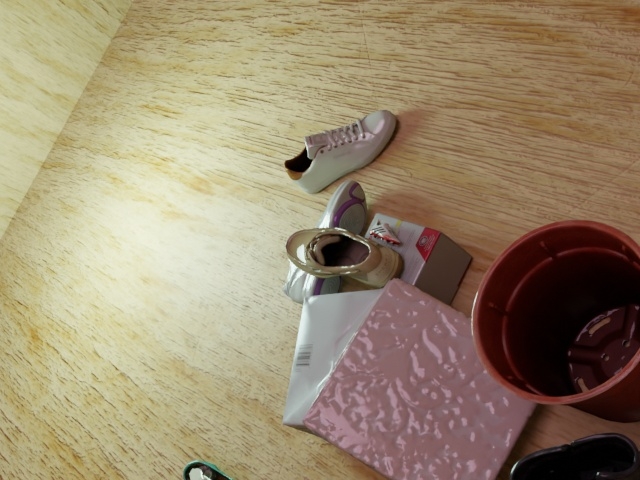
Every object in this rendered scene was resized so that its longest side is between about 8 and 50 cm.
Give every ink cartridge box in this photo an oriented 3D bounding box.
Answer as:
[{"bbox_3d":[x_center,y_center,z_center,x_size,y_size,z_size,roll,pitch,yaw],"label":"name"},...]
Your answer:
[{"bbox_3d":[0.177,0.042,1.554,0.176,0.127,0.128,21,82,47],"label":"ink cartridge box"}]

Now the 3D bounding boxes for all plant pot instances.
[{"bbox_3d":[0.412,0.146,1.182,0.272,0.265,0.272,-22,53,32],"label":"plant pot"}]

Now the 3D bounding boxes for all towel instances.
[{"bbox_3d":[0.185,0.265,1.348,0.332,0.053,0.317,29,75,20],"label":"towel"}]

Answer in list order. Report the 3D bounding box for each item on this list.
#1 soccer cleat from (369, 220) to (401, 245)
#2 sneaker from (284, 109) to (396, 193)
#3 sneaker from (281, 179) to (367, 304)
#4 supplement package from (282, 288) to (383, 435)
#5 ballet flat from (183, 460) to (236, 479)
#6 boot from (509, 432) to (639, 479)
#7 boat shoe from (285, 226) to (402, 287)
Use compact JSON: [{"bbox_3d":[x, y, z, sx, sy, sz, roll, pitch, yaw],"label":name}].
[{"bbox_3d":[0.128,-0.015,1.518,0.083,0.029,0.035,26,88,53],"label":"soccer cleat"},{"bbox_3d":[0.040,-0.219,1.835,0.290,0.123,0.105,-35,45,20],"label":"sneaker"},{"bbox_3d":[0.000,0.000,1.748,0.152,0.114,0.305,13,76,44],"label":"sneaker"},{"bbox_3d":[0.066,0.246,1.525,0.204,0.145,0.261,-9,61,38],"label":"supplement package"},{"bbox_3d":[-0.210,0.531,1.655,0.247,0.087,0.083,13,76,45],"label":"ballet flat"},{"bbox_3d":[0.328,0.371,1.159,0.338,0.223,0.118,-35,48,23],"label":"boot"},{"bbox_3d":[0.023,0.020,1.546,0.302,0.098,0.109,15,78,49],"label":"boat shoe"}]
